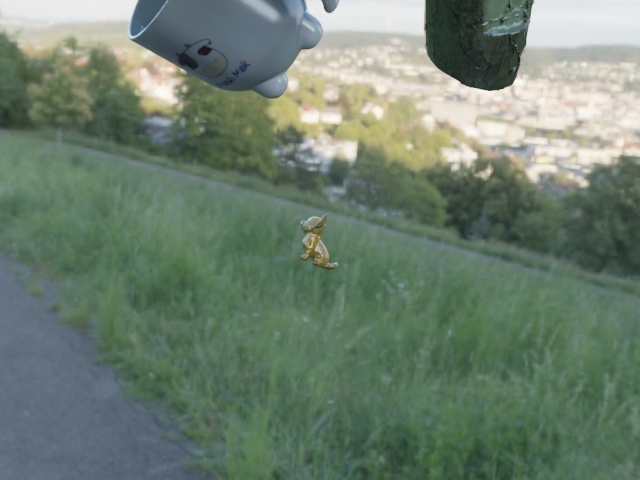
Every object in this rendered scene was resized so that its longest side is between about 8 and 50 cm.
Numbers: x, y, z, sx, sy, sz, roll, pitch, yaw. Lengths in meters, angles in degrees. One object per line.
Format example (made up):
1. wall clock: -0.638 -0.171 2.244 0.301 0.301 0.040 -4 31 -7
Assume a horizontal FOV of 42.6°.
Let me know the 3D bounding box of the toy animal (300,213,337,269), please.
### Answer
1. toy animal: 0.000 0.000 1.333 0.081 0.083 0.060 20 -5 2

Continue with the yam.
1. yam: 0.209 -0.334 1.062 0.154 0.254 0.154 2 42 -1

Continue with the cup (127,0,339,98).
1. cup: -0.069 -0.219 0.744 0.142 0.173 0.134 28 33 -28
